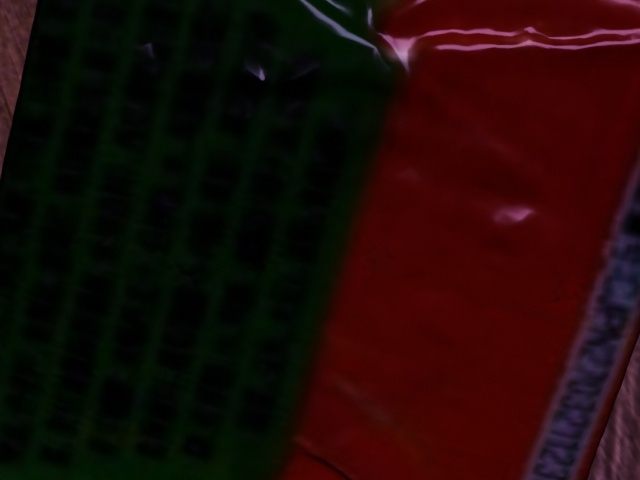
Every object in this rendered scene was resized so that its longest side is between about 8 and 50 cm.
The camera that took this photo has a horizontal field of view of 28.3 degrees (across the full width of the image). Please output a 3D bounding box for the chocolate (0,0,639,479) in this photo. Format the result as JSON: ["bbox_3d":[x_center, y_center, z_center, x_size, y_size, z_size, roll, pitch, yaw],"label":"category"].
[{"bbox_3d":[0.000,0.000,0.709,0.341,0.161,0.360,14,105,-4],"label":"chocolate"}]
